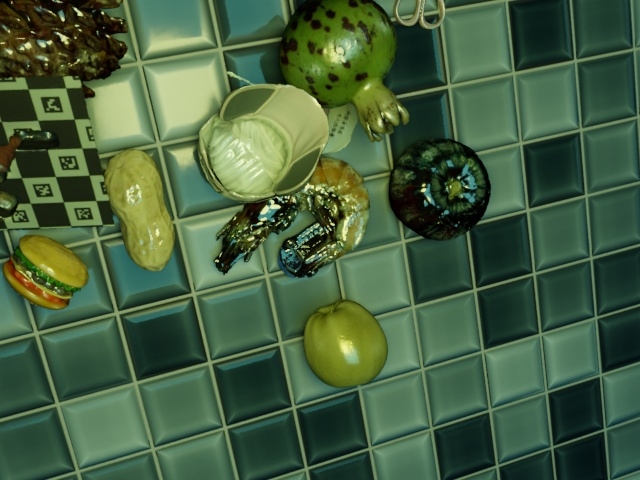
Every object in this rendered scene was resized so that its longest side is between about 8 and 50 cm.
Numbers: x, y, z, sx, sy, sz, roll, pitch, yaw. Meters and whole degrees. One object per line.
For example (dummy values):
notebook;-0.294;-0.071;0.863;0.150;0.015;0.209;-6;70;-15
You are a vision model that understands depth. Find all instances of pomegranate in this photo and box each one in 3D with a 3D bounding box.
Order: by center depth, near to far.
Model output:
pomegranate;0.041;-0.339;1.396;0.242;0.242;0.305;-7;84;-15

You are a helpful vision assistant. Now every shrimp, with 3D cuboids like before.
shrimp;-0.054;-0.025;1.493;0.365;0.071;0.233;-41;78;-4

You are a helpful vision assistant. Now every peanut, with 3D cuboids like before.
peanut;-0.365;-0.056;1.412;0.124;0.123;0.256;-14;104;-13

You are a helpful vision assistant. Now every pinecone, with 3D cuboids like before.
pinecone;-0.487;-0.382;1.235;0.296;0.242;0.298;-32;150;-3

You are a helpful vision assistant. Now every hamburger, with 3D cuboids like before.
hamburger;-0.539;0.061;1.370;0.162;0.162;0.115;39;90;-20

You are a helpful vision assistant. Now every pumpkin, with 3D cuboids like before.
pumpkin;0.266;-0.112;1.558;0.233;0.163;0.233;-1;94;-18

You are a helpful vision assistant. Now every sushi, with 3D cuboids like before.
sushi;-0.583;-0.164;1.288;0.359;0.064;0.343;-2;134;-3

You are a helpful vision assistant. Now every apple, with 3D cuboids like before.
apple;0.054;0.234;1.564;0.200;0.200;0.200;-3;102;-15

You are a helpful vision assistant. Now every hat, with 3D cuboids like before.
hat;-0.111;-0.196;1.411;0.275;0.161;0.232;-34;98;23

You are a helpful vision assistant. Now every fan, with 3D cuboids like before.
fan;-0.059;-0.299;1.506;0.310;0.010;0.182;19;96;-19

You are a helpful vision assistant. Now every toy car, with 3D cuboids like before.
toy car;0.000;0.000;1.559;0.216;0.063;0.103;-35;105;4

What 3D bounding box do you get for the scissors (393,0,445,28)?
scissors;0.230;-0.587;1.517;0.118;0.030;0.242;4;103;-18
